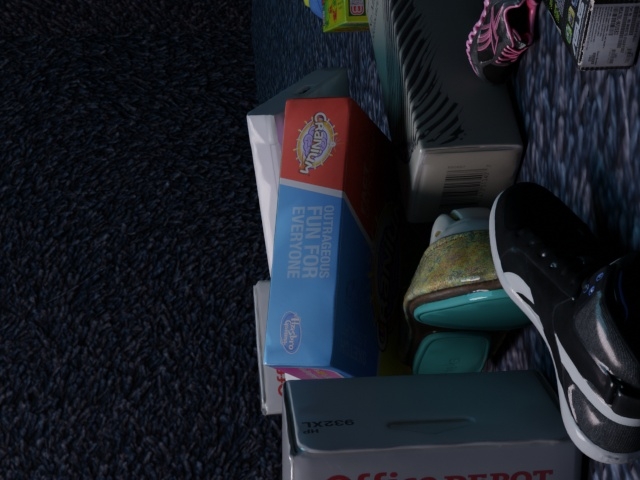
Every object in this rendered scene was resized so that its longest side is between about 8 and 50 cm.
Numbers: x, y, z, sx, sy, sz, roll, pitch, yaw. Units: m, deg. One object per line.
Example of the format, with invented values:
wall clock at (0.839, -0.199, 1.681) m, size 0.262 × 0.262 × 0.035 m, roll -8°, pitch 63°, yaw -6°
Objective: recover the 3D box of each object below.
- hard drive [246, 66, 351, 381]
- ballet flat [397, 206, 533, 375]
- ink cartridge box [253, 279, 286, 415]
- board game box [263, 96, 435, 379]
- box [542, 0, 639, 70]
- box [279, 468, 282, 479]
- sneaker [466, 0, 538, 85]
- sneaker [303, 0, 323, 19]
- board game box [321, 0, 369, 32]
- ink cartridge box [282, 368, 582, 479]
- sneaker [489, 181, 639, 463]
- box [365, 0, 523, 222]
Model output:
hard drive at (0.000, 0.000, 1.231) m, size 0.203 × 0.040 × 0.307 m, roll -45°, pitch -50°, yaw -62°
ballet flat at (0.124, 0.035, 1.049) m, size 0.348 × 0.123 × 0.123 m, roll 104°, pitch 162°, yaw -72°
ink cartridge box at (0.029, 0.117, 1.415) m, size 0.087 × 0.209 × 0.153 m, roll 121°, pitch 146°, yaw -78°
board game box at (0.043, 0.030, 1.192) m, size 0.316 × 0.064 × 0.242 m, roll 36°, pitch -124°, yaw -65°
box at (0.176, -0.238, 0.808) m, size 0.184 × 0.045 × 0.190 m, roll -98°, pitch 8°, yaw -48°
box at (0.057, 0.272, 1.364) m, size 0.261 × 0.184 × 0.103 m, roll 105°, pitch 161°, yaw -68°
sneaker at (0.154, -0.168, 1.020) m, size 0.119 × 0.047 × 0.057 m, roll 93°, pitch 159°, yaw -47°
sneaker at (0.034, -0.415, 1.802) m, size 0.082 × 0.069 × 0.209 m, roll 39°, pitch 131°, yaw 34°
board game box at (0.060, -0.277, 1.485) m, size 0.181 × 0.092 × 0.043 m, roll -144°, pitch 50°, yaw -80°
ink cartridge box at (0.082, 0.270, 1.017) m, size 0.129 × 0.223 × 0.307 m, roll -106°, pitch 15°, yaw -69°
sneaker at (0.178, 0.022, 0.797) m, size 0.121 × 0.079 × 0.216 m, roll 102°, pitch 155°, yaw -52°
box at (0.109, -0.157, 1.150) m, size 0.113 × 0.094 × 0.275 m, roll 95°, pitch 169°, yaw -53°
